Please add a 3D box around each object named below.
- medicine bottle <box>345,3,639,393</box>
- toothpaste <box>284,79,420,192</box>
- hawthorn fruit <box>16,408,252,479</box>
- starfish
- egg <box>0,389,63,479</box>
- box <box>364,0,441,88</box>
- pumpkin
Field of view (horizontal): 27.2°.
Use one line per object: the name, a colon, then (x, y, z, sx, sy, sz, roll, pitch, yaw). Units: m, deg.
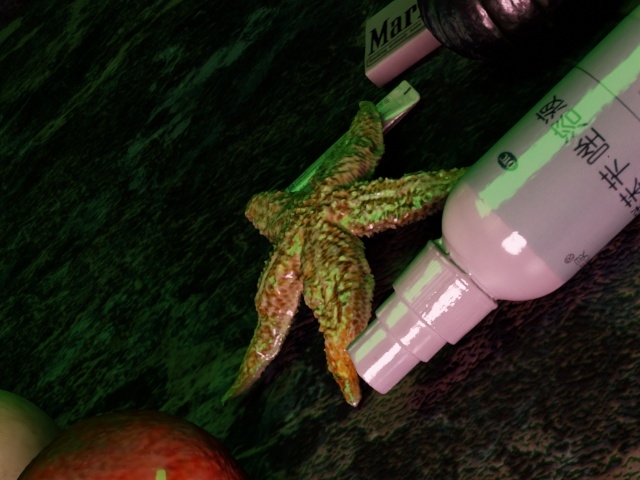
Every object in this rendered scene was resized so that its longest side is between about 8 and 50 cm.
medicine bottle: (0.157, -0.023, 0.972, 0.352, 0.110, 0.110, -44, 26, 6)
toothpaste: (0.024, -0.089, 1.359, 0.197, 0.029, 0.048, -43, 32, 6)
hawthorn fruit: (-0.144, 0.233, 0.992, 0.210, 0.210, 0.262, -57, 10, -18)
starfish: (-0.003, -0.002, 1.213, 0.358, 0.078, 0.347, 10, 66, 53)
egg: (-0.320, 0.270, 1.170, 0.218, 0.218, 0.295, -28, 43, 34)
box: (0.123, -0.247, 1.419, 0.177, 0.036, 0.115, -33, 29, 27)
pumpkin: (0.180, -0.257, 1.231, 0.202, 0.140, 0.202, -33, 29, 21)
